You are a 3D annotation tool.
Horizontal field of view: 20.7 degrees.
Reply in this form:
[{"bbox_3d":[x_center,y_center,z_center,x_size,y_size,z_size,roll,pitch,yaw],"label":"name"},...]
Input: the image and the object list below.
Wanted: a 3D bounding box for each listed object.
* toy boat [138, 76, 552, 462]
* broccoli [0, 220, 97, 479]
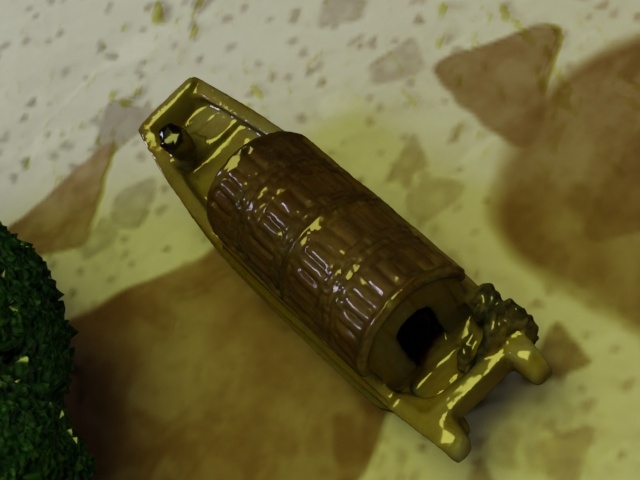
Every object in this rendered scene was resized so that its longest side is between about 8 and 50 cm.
[{"bbox_3d":[0.000,0.000,0.717,0.068,0.088,0.226,-45,55,-3],"label":"toy boat"},{"bbox_3d":[-0.238,0.067,0.701,0.307,0.308,0.275,23,110,33],"label":"broccoli"}]
